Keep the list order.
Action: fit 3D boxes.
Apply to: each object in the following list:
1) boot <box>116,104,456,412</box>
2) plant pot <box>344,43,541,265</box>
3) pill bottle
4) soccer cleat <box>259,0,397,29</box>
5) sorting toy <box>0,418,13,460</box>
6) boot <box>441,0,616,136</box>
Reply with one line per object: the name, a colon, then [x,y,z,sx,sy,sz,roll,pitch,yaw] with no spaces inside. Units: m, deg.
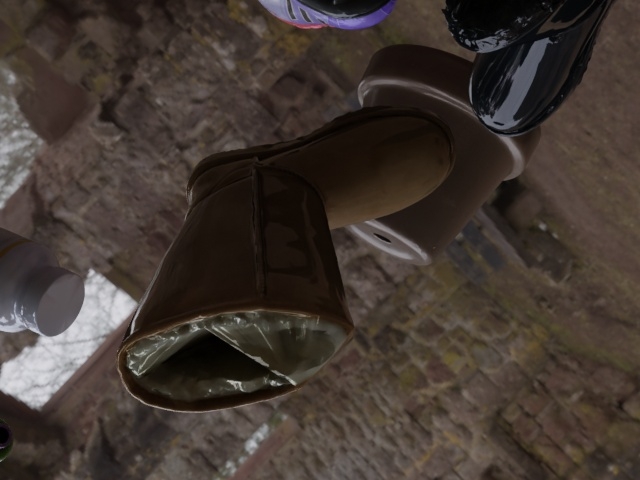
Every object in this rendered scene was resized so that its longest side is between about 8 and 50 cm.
boot: [0.000,0.000,0.549,0.269,0.236,0.089,-95,-11,-66]
plant pot: [0.133,-0.099,1.086,0.263,0.229,0.263,28,171,5]
pill bottle: [-0.357,0.040,0.883,0.184,0.103,0.103,20,173,21]
soccer cleat: [-0.003,-0.264,0.816,0.318,0.108,0.116,48,166,49]
sorting toy: [-0.360,0.212,0.834,0.102,0.042,0.061,10,-120,-51]
boot: [0.147,-0.166,0.592,0.094,0.247,0.207,45,-139,18]
